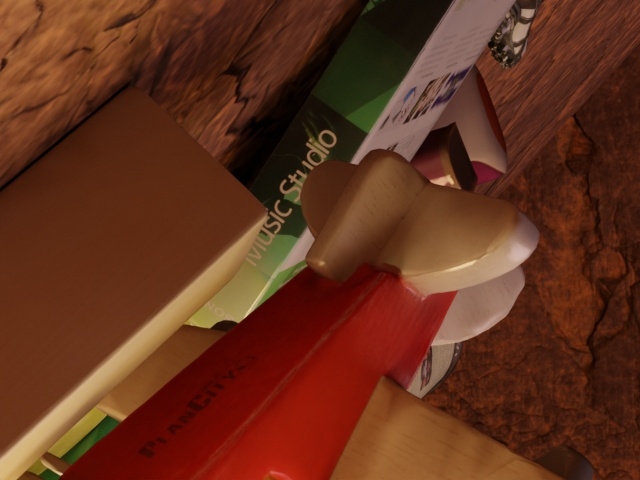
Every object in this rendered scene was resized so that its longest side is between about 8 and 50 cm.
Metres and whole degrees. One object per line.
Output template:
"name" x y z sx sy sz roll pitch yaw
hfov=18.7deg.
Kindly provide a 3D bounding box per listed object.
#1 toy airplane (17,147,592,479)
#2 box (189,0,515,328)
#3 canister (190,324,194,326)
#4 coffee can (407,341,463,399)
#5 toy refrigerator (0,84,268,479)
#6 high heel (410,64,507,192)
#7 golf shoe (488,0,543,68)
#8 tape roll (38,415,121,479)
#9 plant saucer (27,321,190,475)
"toy airplane" -0.008 0.135 1.131 0.384 0.272 0.386 -19 -151 15
"box" 0.031 -0.082 1.426 0.322 0.058 0.232 -58 170 19
"canister" -0.101 0.096 1.751 0.126 0.073 0.170 -38 167 -52
"coffee can" 0.015 0.133 2.146 0.201 0.201 0.275 -51 172 32
"toy refrigerator" -0.158 0.051 0.977 0.269 0.102 0.094 -44 173 -28
"high heel" 0.066 -0.079 1.806 0.181 0.127 0.377 -19 -174 16
"golf shoe" 0.159 -0.202 1.599 0.094 0.077 0.198 -47 175 -1
"tape roll" -0.129 0.291 1.623 0.077 0.321 0.321 -23 -177 22
"plant saucer" -0.164 0.089 1.451 0.241 0.037 0.241 -47 173 -7
